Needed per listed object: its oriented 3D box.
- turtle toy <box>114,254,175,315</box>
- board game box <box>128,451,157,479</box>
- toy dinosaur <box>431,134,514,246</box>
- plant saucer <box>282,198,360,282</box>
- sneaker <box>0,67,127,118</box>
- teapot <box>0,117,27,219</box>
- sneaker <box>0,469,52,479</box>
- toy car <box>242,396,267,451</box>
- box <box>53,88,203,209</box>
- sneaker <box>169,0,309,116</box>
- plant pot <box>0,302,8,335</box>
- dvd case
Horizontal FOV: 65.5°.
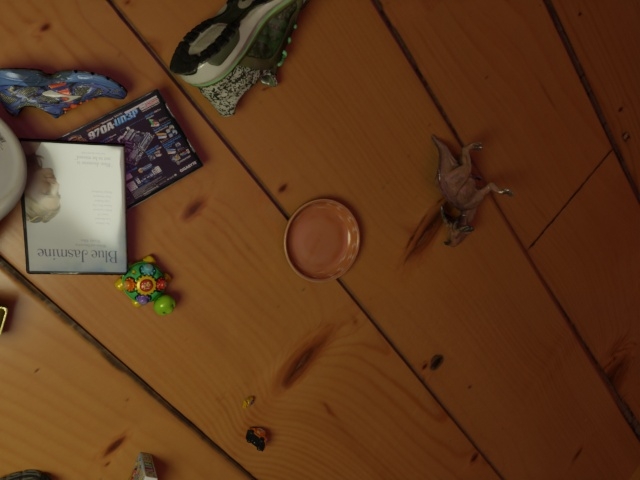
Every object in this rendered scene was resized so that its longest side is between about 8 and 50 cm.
[{"bbox_3d":[-0.347,0.097,1.012,0.095,0.066,0.130,-43,111,-16],"label":"turtle toy"},{"bbox_3d":[-0.384,0.534,1.021,0.026,0.103,0.154,25,84,-26],"label":"board game box"},{"bbox_3d":[0.357,-0.131,1.302,0.200,0.127,0.295,-39,105,-10],"label":"toy dinosaur"},{"bbox_3d":[0.000,0.000,1.186,0.200,0.037,0.199,-3,98,-25],"label":"plant saucer"},{"bbox_3d":[-0.473,-0.269,0.916,0.221,0.083,0.087,-5,111,-20],"label":"sneaker"},{"bbox_3d":[-0.627,-0.111,0.799,0.253,0.187,0.255,21,59,-44],"label":"teapot"},{"bbox_3d":[-0.642,0.520,0.885,0.297,0.111,0.129,0,103,-32],"label":"sneaker"},{"bbox_3d":[-0.144,0.422,1.154,0.041,0.060,0.121,-21,114,-55],"label":"toy car"},{"bbox_3d":[-0.371,-0.169,0.981,0.220,0.051,0.175,-35,109,-18],"label":"box"},{"bbox_3d":[-0.126,-0.422,1.054,0.410,0.158,0.182,-47,143,-16],"label":"sneaker"},{"bbox_3d":[-0.606,0.143,0.883,0.082,0.083,0.081,15,89,-27],"label":"plant pot"},{"bbox_3d":[-0.456,-0.057,0.925,0.181,0.022,0.252,1,104,-11],"label":"dvd case"}]
